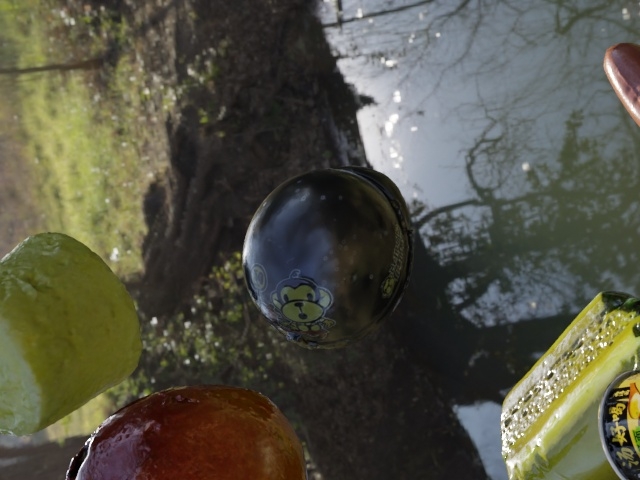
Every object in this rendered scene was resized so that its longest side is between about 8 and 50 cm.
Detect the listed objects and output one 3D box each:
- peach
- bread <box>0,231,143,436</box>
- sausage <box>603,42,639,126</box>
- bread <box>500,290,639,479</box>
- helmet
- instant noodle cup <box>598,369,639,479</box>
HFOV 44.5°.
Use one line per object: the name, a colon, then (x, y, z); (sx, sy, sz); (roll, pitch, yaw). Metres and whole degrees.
peach: (-0.141, 0.277, 0.852); (0.238, 0.281, 0.281); (20, 122, 56)
bread: (-0.550, 0.179, 1.503); (0.348, 0.308, 0.348); (13, 116, 27)
sausage: (0.465, -0.203, 1.101); (0.077, 0.077, 0.194); (103, 151, -53)
bread: (0.443, 0.260, 1.224); (0.376, 0.208, 0.251); (-56, 7, 32)
helmet: (0.000, 0.000, 1.053); (0.160, 0.230, 0.279); (41, -119, -61)
instant noodle cup: (0.404, 0.205, 0.864); (0.122, 0.151, 0.151); (-50, 54, 60)
